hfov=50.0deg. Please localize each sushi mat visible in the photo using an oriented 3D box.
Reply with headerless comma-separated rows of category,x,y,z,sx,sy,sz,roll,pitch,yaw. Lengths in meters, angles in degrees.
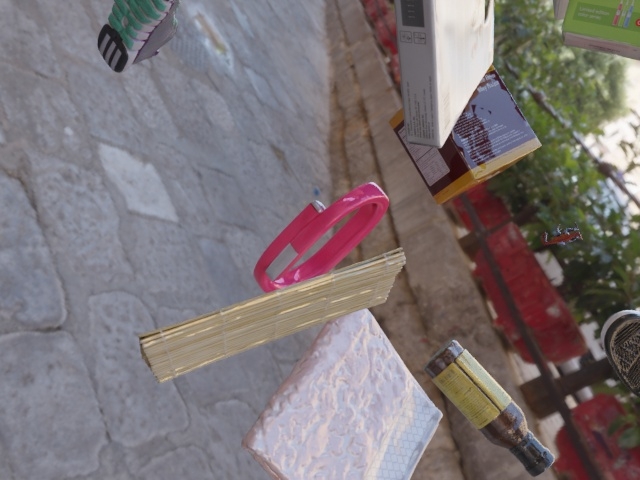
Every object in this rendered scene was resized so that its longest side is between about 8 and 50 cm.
sushi mat,-0.055,0.093,0.818,0.151,0.316,0.019,99,-30,-64

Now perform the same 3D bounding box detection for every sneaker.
sneaker,0.511,0.165,1.061,0.295,0.124,0.178,36,15,-21
sneaker,-0.227,-0.322,0.940,0.098,0.223,0.083,-33,90,-44

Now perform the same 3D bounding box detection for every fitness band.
fitness band,0.000,0.000,1.241,0.054,0.291,0.209,53,24,17

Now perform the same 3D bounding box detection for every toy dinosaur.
toy dinosaur,0.521,-0.010,1.492,0.090,0.082,0.047,-3,73,-69

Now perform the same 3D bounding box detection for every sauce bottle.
sauce bottle,0.385,0.386,1.568,0.344,0.111,0.111,49,13,10

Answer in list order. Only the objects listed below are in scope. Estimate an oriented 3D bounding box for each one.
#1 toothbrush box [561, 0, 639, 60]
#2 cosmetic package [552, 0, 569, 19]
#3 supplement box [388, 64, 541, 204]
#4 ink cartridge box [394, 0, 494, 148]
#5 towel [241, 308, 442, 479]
toothbrush box,0.456,-0.380,0.884,0.206,0.283,0.122,17,13,18
cosmetic package,0.665,-0.679,1.396,0.327,0.393,0.330,-18,100,-72
supplement box,0.275,-0.207,1.314,0.194,0.191,0.129,60,-29,6
ink cartridge box,0.182,-0.311,0.972,0.239,0.060,0.275,-57,149,-36
towel,0.058,0.318,1.174,0.317,0.053,0.332,52,51,-17
